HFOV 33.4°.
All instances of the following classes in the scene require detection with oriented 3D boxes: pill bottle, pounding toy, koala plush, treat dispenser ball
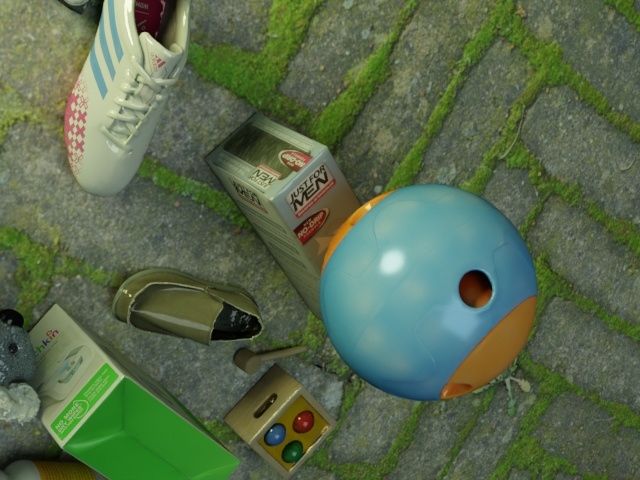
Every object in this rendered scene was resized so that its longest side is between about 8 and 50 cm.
[{"bbox_3d":[-0.392,0.373,1.521,0.208,0.118,0.117,13,103,-40],"label":"pill bottle"},{"bbox_3d":[-0.061,0.257,1.727,0.181,0.094,0.206,-46,131,-10],"label":"pounding toy"},{"bbox_3d":[-0.450,0.131,1.331,0.203,0.196,0.221,-48,132,7],"label":"koala plush"},{"bbox_3d":[0.142,0.069,1.415,0.288,0.288,0.288,-16,119,-30],"label":"treat dispenser ball"}]

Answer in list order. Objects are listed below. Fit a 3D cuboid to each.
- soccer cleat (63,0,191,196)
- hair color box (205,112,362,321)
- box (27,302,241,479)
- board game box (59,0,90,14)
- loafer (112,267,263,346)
[{"bbox_3d":[-0.239,-0.201,1.347,0.116,0.143,0.331,3,109,-38],"label":"soccer cleat"},{"bbox_3d":[0.000,0.000,1.590,0.113,0.185,0.374,-44,130,-13],"label":"hair color box"},{"bbox_3d":[-0.278,0.242,1.468,0.126,0.231,0.262,-49,130,-7],"label":"box"},{"bbox_3d":[-0.289,-0.418,1.275,0.165,0.042,0.243,33,89,-41],"label":"board game box"},{"bbox_3d":[-0.184,0.102,1.567,0.251,0.087,0.094,7,107,-38],"label":"loafer"}]
